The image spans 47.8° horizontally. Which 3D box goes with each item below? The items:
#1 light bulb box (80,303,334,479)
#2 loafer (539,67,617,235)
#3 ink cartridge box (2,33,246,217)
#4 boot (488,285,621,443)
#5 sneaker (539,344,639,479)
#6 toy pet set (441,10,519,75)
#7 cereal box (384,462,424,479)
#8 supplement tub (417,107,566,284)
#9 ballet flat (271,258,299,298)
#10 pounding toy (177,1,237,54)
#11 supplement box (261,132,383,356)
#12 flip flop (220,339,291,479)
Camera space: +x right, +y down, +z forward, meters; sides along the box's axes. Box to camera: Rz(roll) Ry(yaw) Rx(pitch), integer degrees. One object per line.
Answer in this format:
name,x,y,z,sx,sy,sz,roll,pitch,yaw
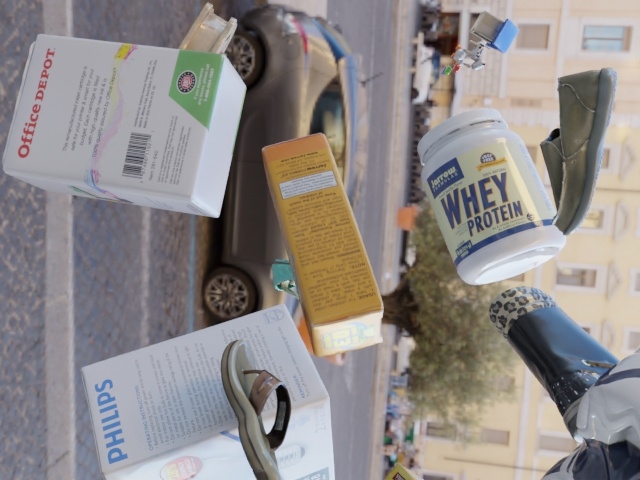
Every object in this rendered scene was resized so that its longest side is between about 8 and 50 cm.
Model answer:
light bulb box,-0.182,0.351,1.267,0.225,0.361,0.358,-121,-161,-45
loafer,0.364,-0.129,1.048,0.094,0.087,0.251,-41,139,-58
ink cartridge box,-0.266,-0.157,0.997,0.117,0.278,0.201,46,54,-76
boot,0.303,0.141,0.813,0.085,0.236,0.178,-51,-133,22
sneaker,0.243,0.140,0.513,0.153,0.094,0.235,-29,134,-22
toy pet set,0.257,-0.300,1.150,0.114,0.065,0.122,-59,-175,11
cereal box,0.232,0.492,1.258,0.047,0.173,0.240,-50,129,-4
supplement tub,0.356,-0.092,1.545,0.235,0.235,0.325,63,7,-71
ballet flat,-0.021,0.079,1.500,0.247,0.083,0.087,-5,-95,56
pounding toy,-0.289,-0.479,1.660,0.269,0.155,0.154,-63,-170,-16
supplement box,0.000,0.000,0.762,0.078,0.080,0.233,84,-11,-56
flip flop,-0.078,0.240,1.012,0.277,0.080,0.112,-120,-175,-59
